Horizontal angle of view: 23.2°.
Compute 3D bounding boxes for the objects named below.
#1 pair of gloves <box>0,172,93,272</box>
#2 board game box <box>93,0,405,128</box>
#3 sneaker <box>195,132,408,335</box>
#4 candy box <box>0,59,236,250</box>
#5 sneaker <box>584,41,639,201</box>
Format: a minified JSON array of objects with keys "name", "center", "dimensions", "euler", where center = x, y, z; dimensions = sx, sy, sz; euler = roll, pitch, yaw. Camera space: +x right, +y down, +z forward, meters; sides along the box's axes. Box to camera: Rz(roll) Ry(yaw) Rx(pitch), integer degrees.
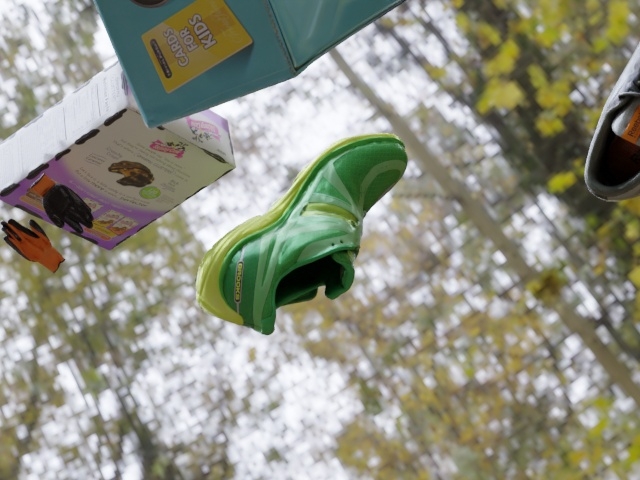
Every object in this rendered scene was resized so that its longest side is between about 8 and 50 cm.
[{"name":"pair of gloves","center":[-0.273,-0.017,1.553],"dimensions":[0.074,0.010,0.083],"euler":[39,-90,-16]},{"name":"board game box","center":[-0.034,-0.223,0.767],"dimensions":[0.079,0.254,0.336],"euler":[-17,12,25]},{"name":"sneaker","center":[0.000,0.000,1.614],"dimensions":[0.295,0.123,0.109],"euler":[-43,-23,-29]},{"name":"candy box","center":[-0.217,-0.087,1.640],"dimensions":[0.196,0.070,0.165],"euler":[-31,-38,27]},{"name":"sneaker","center":[0.320,-0.143,1.404],"dimensions":[0.108,0.100,0.271],"euler":[-26,-36,-49]}]
